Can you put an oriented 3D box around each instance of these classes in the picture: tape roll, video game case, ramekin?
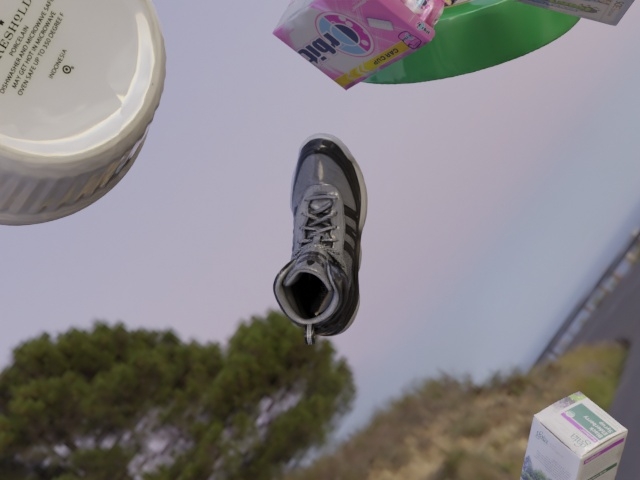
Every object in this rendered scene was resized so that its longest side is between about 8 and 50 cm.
[{"bbox_3d":[0.167,-0.293,1.709,0.321,0.321,0.077,-45,-53,-45],"label":"tape roll"},{"bbox_3d":[0.252,-0.270,1.447,0.143,0.157,0.019,49,-124,-85],"label":"video game case"},{"bbox_3d":[-0.258,-0.155,1.178,0.273,0.273,0.127,-50,14,-25],"label":"ramekin"}]

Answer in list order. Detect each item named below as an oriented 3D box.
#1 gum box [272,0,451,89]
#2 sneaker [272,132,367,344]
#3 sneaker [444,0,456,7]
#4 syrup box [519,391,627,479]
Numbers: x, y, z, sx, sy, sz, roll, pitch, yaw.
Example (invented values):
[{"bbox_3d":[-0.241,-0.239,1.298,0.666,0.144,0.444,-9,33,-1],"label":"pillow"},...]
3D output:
[{"bbox_3d":[0.043,-0.237,1.430,0.188,0.107,0.062,-22,36,60],"label":"gum box"},{"bbox_3d":[0.000,0.000,1.725,0.153,0.101,0.268,-33,-58,-76],"label":"sneaker"},{"bbox_3d":[0.128,-0.326,1.643,0.093,0.088,0.225,-53,-21,-12],"label":"sneaker"},{"bbox_3d":[0.336,0.332,1.859,0.096,0.093,0.237,-21,-46,-31],"label":"syrup box"}]
